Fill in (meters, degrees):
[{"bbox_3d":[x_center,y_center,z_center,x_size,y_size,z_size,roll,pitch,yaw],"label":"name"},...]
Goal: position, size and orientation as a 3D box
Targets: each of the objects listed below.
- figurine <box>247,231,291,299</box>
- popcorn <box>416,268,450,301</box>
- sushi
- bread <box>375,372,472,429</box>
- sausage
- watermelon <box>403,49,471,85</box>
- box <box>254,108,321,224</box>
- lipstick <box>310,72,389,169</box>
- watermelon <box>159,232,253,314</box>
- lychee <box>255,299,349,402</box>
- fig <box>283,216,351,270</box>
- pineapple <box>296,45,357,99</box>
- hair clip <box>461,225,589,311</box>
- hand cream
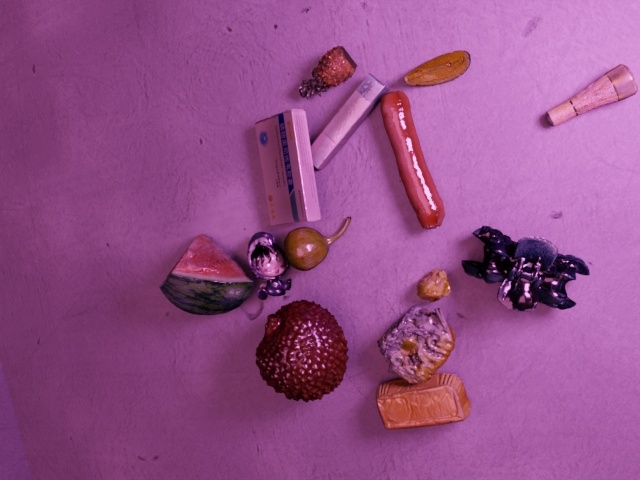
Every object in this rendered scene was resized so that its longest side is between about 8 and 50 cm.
[{"bbox_3d":[-0.179,0.078,1.484,0.145,0.145,0.222,-5,98,22],"label":"figurine"},{"bbox_3d":[0.338,0.141,1.304,0.109,0.097,0.089,-34,83,36],"label":"popcorn"},{"bbox_3d":[0.299,0.305,1.321,0.184,0.139,0.274,41,107,8],"label":"sushi"},{"bbox_3d":[0.314,0.510,1.359,0.288,0.119,0.152,-18,89,21],"label":"bread"},{"bbox_3d":[0.270,-0.234,1.272,0.094,0.094,0.418,-18,93,52],"label":"sausage"},{"bbox_3d":[0.330,-0.490,1.210,0.182,0.092,0.075,-11,81,30],"label":"watermelon"},{"bbox_3d":[-0.107,-0.226,1.390,0.200,0.065,0.343,-2,98,47],"label":"box"},{"bbox_3d":[0.078,-0.360,1.336,0.068,0.066,0.317,45,111,9],"label":"lipstick"},{"bbox_3d":[-0.423,0.145,1.534,0.250,0.283,0.292,-61,33,17],"label":"watermelon"},{"bbox_3d":[-0.055,0.349,1.382,0.330,0.306,0.306,41,113,-18],"label":"lychee"},{"bbox_3d":[0.000,0.000,1.416,0.245,0.149,0.149,-25,89,3],"label":"fig"},{"bbox_3d":[0.011,-0.504,1.324,0.198,0.108,0.108,-27,89,29],"label":"pineapple"},{"bbox_3d":[0.543,0.072,1.152,0.310,0.206,0.194,20,104,17],"label":"hair clip"},{"bbox_3d":[0.681,-0.356,1.103,0.203,0.084,0.084,-28,88,27],"label":"hand cream"}]
